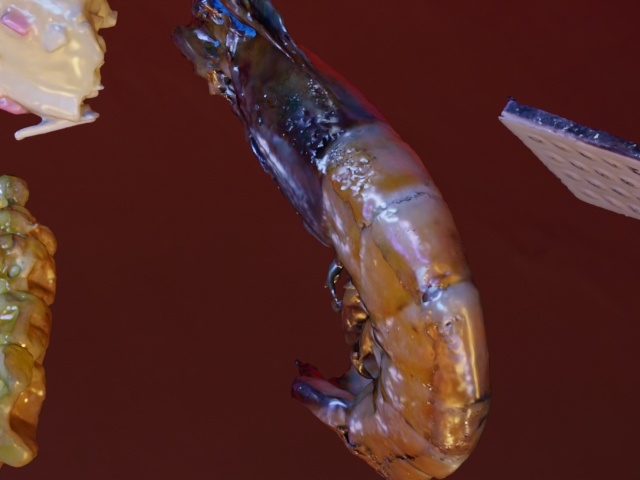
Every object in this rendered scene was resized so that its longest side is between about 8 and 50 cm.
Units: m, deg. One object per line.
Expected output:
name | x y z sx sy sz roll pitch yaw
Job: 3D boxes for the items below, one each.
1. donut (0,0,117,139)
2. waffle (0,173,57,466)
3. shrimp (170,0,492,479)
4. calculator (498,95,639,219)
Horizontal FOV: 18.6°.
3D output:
donut | -0.162 -0.278 1.438 0.371 0.307 0.150 -38 164 -24
waffle | -0.160 0.064 0.765 0.038 0.191 0.191 33 127 -32
shrimp | 0.000 0.000 0.998 0.054 0.290 0.222 -22 151 -20
calculator | 0.268 -0.035 1.490 0.161 0.261 0.021 39 79 -47
